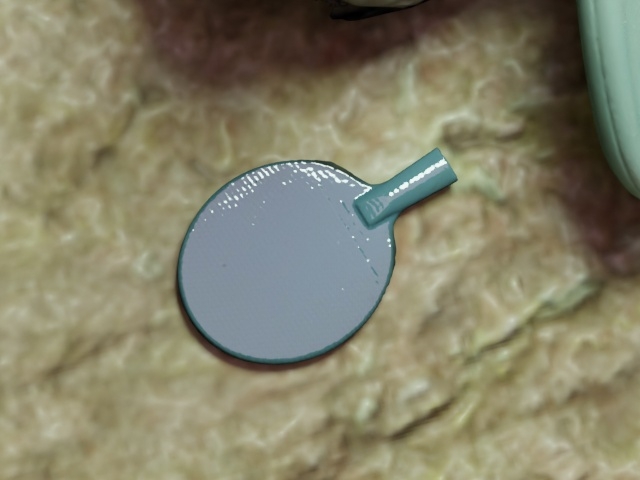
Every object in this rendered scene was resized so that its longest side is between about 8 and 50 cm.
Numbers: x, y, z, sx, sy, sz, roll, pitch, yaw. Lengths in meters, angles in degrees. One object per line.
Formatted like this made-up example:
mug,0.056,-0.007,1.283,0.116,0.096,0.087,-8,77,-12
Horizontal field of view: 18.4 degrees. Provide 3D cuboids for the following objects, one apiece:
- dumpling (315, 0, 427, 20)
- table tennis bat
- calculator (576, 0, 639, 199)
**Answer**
dumpling,0.043,-0.219,0.972,0.293,0.163,0.204,-34,50,-14
table tennis bat,0.000,0.000,1.004,0.155,0.019,0.100,-33,89,-5
calculator,0.191,-0.121,0.961,0.184,0.042,0.295,-30,119,-35
